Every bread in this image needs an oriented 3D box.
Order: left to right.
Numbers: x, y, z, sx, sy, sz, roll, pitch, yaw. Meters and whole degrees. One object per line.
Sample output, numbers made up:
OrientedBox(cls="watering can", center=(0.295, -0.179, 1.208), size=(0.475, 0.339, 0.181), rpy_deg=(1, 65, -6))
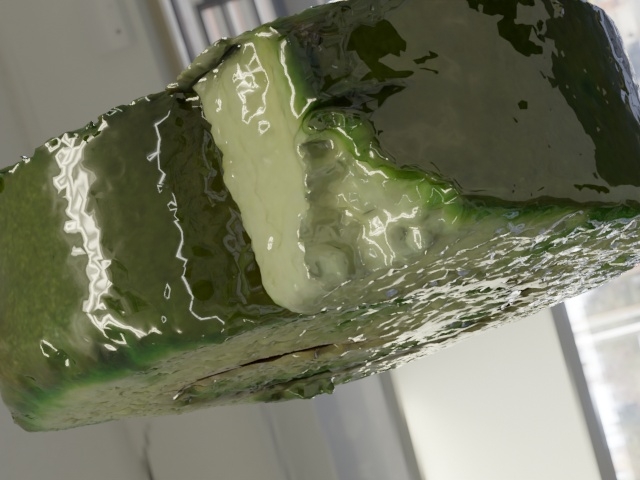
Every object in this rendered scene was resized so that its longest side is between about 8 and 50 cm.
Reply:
OrientedBox(cls="bread", center=(0.000, 0.000, 0.772), size=(0.382, 0.366, 0.129), rpy_deg=(104, 152, -74))
